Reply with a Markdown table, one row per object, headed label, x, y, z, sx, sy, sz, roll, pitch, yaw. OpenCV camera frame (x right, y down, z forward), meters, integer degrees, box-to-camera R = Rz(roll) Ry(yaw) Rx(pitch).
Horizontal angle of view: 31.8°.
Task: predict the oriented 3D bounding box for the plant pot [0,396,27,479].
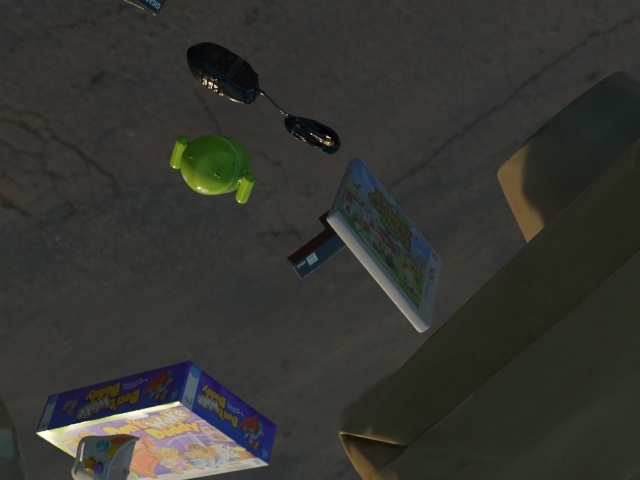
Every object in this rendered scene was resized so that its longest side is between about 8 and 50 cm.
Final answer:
| label | x | y | z | sx | sy | sz | roll | pitch | yaw |
| --- | --- | --- | --- | --- | --- | --- | --- | --- | --- |
| plant pot | -0.512 | 0.294 | 1.348 | 0.191 | 0.284 | 0.284 | -11 | 141 | -49 |

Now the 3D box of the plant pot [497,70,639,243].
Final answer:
| label | x | y | z | sx | sy | sz | roll | pitch | yaw |
| --- | --- | --- | --- | --- | --- | --- | --- | --- | --- |
| plant pot | 0.361 | -0.028 | 1.287 | 0.323 | 0.280 | 0.323 | -38 | 172 | -6 |

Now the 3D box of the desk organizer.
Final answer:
| label | x | y | z | sx | sy | sz | roll | pitch | yaw |
| --- | --- | --- | --- | --- | --- | --- | --- | --- | --- |
| desk organizer | 0.000 | 0.000 | 1.867 | 0.130 | 0.050 | 0.047 | -37 | 143 | -5 |

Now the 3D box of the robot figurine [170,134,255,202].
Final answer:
| label | x | y | z | sx | sy | sz | roll | pitch | yaw |
| --- | --- | --- | --- | --- | --- | --- | --- | --- | --- |
| robot figurine | -0.117 | -0.086 | 1.263 | 0.067 | 0.101 | 0.115 | -60 | 175 | 9 |

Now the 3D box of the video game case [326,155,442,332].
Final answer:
| label | x | y | z | sx | sy | sz | roll | pitch | yaw |
| --- | --- | --- | --- | --- | --- | --- | --- | --- | --- |
| video game case | 0.096 | 0.001 | 1.590 | 0.023 | 0.212 | 0.193 | -33 | -163 | 25 |

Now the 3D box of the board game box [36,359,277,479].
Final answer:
| label | x | y | z | sx | sy | sz | roll | pitch | yaw |
| --- | --- | --- | --- | --- | --- | --- | --- | --- | --- |
| board game box | -0.284 | 0.326 | 1.940 | 0.347 | 0.078 | 0.233 | -17 | 135 | 34 |

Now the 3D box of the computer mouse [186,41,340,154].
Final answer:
| label | x | y | z | sx | sy | sz | roll | pitch | yaw |
| --- | --- | --- | --- | --- | --- | --- | --- | --- | --- |
| computer mouse | -0.079 | -0.185 | 1.513 | 0.041 | 0.242 | 0.071 | -51 | -174 | 35 |

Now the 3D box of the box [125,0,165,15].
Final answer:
| label | x | y | z | sx | sy | sz | roll | pitch | yaw |
| --- | --- | --- | --- | --- | --- | --- | --- | --- | --- |
| box | -0.342 | -0.405 | 1.582 | 0.051 | 0.220 | 0.175 | -62 | 157 | 1 |

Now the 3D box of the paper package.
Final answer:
| label | x | y | z | sx | sy | sz | roll | pitch | yaw |
| --- | --- | --- | --- | --- | --- | --- | --- | --- | --- |
| paper package | 0.232 | 0.098 | 0.709 | 0.324 | 0.168 | 0.309 | 10 | 132 | -47 |

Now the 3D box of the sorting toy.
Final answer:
| label | x | y | z | sx | sy | sz | roll | pitch | yaw |
| --- | --- | --- | --- | --- | --- | --- | --- | --- | --- |
| sorting toy | -0.256 | 0.259 | 1.293 | 0.045 | 0.075 | 0.083 | 18 | 83 | -52 |
